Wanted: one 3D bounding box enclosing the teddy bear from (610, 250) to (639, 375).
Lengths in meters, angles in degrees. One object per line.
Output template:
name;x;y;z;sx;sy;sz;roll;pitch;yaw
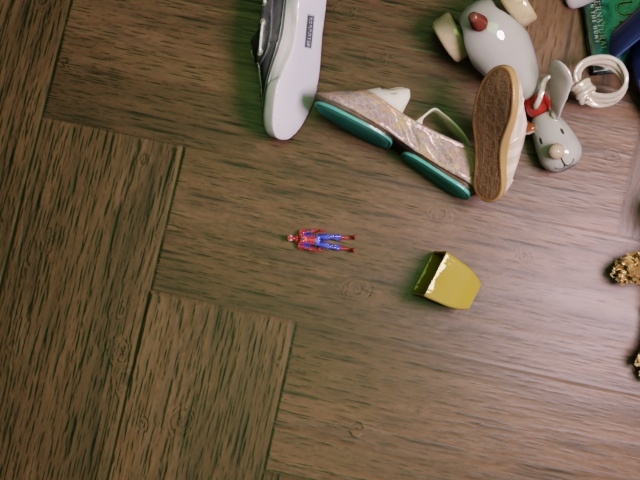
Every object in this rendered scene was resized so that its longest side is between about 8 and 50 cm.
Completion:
teddy bear;0.604;0.078;1.491;0.245;0.113;0.338;-13;86;21

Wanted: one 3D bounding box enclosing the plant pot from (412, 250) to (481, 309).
plant pot;0.212;0.072;1.510;0.083;0.081;0.081;28;86;-7

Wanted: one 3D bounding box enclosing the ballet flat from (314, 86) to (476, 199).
ballet flat;0.142;-0.186;1.529;0.316;0.107;0.106;31;82;-6

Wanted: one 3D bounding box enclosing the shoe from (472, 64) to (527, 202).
shoe;0.281;-0.170;1.455;0.076;0.058;0.219;23;120;38

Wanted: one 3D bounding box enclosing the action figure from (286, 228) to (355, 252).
action figure;0.000;0.000;1.545;0.115;0.030;0.038;4;90;3

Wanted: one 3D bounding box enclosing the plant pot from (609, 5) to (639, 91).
plant pot;0.613;-0.326;1.447;0.236;0.236;0.212;-39;86;-13

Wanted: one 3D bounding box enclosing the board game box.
board game box;0.509;-0.379;1.572;0.126;0.026;0.186;-7;85;1

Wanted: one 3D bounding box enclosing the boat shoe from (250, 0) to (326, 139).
boat shoe;-0.067;-0.321;1.545;0.102;0.108;0.301;12;98;34

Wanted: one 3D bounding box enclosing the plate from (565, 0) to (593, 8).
plate;0.483;-0.560;1.504;0.277;0.045;0.278;-21;81;33

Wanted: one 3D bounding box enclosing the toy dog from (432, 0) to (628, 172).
toy dog;0.315;-0.268;1.484;0.333;0.161;0.220;40;111;7
